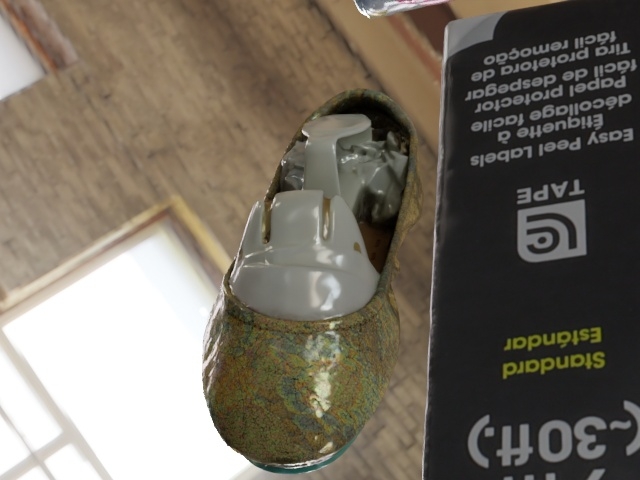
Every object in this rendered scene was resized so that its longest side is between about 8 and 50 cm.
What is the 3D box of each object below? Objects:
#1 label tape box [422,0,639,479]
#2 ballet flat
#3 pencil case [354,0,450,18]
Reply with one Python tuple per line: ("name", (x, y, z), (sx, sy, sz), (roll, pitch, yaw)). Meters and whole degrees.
("label tape box", (0.160, 0.062, 0.395), (0.241, 0.333, 0.106), (-8, -38, 18))
("ballet flat", (0.000, 0.000, 0.825), (0.123, 0.348, 0.123), (6, -60, 10))
("pencil case", (0.139, -0.242, 0.919), (0.124, 0.273, 0.113), (59, 20, -53))
